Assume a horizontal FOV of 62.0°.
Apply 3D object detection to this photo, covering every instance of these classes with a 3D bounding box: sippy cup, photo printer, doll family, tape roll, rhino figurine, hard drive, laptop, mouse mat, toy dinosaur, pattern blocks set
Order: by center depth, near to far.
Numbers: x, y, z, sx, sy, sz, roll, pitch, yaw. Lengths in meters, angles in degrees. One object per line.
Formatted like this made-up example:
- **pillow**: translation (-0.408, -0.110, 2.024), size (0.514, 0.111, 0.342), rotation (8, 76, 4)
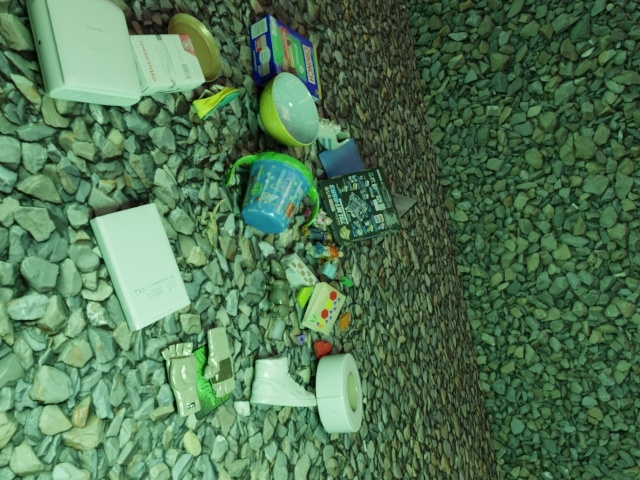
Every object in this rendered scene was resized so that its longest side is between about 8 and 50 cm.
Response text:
- **photo printer**: translation (-0.623, -0.523, 1.410), size (0.256, 0.107, 0.307), rotation (-10, 86, -57)
- **hard drive**: translation (-0.484, 0.065, 1.453), size (0.203, 0.040, 0.307), rotation (-27, 100, -56)
- **mouse mat**: translation (-0.339, 0.411, 1.568), size (0.153, 0.007, 0.189), rotation (-25, 98, -56)
- **toy dinosaur**: translation (-0.353, -0.060, 1.704), size (0.092, 0.053, 0.183), rotation (39, 53, -64)
- **sippy cup**: translation (-0.167, -0.153, 1.863), size (0.240, 0.306, 0.224), rotation (75, 31, -61)
- **rhino figurine**: translation (-0.153, 0.164, 1.881), size (0.106, 0.073, 0.243), rotation (25, 56, -45)
- **tape roll**: translation (0.073, 0.564, 1.966), size (0.286, 0.100, 0.286), rotation (-9, 90, -74)
- **pattern blocks set**: translation (0.011, 0.264, 2.030), size (0.285, 0.026, 0.324), rotation (48, 65, -34)
- **doll family**: translation (0.000, 0.000, 2.162), size (0.163, 0.118, 0.262), rotation (17, 46, -46)
- **laptop**: translation (0.234, -0.284, 2.494), size (0.382, 0.408, 0.236), rotation (-38, 144, -54)

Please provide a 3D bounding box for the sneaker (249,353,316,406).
- **sneaker**: translation (-0.110, 0.471, 1.794), size (0.293, 0.108, 0.169), rotation (26, 60, -48)

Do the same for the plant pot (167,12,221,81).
- **plant pot**: translation (-0.434, -0.651, 1.813), size (0.236, 0.032, 0.236), rotation (27, 56, -48)

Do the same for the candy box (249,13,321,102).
- **candy box**: translation (-0.139, -0.730, 2.201), size (0.317, 0.122, 0.268), rotation (10, 70, -56)

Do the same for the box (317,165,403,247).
- **box**: translation (0.168, -0.147, 2.284), size (0.073, 0.293, 0.295), rotation (117, -44, -75)

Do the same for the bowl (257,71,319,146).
- **bowl**: translation (-0.149, -0.483, 2.059), size (0.289, 0.156, 0.289), rotation (27, 56, -49)

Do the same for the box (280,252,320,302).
- **box**: translation (-0.043, 0.179, 2.046), size (0.324, 0.067, 0.063), rotation (51, 40, -31)

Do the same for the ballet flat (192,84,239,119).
- **ballet flat**: translation (-0.360, -0.493, 1.830), size (0.077, 0.077, 0.231), rotation (47, 41, -11)

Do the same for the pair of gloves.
- **pair of gloves**: translation (-0.342, 0.372, 1.535), size (0.240, 0.042, 0.204), rotation (-17, 96, -55)

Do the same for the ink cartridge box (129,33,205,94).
- **ink cartridge box**: translation (-0.482, -0.533, 1.615), size (0.218, 0.092, 0.158), rotation (-26, 100, -49)

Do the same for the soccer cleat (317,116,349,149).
- **soccer cleat**: translation (-0.002, -0.492, 2.286), size (0.331, 0.143, 0.116), rotation (19, 62, -48)
